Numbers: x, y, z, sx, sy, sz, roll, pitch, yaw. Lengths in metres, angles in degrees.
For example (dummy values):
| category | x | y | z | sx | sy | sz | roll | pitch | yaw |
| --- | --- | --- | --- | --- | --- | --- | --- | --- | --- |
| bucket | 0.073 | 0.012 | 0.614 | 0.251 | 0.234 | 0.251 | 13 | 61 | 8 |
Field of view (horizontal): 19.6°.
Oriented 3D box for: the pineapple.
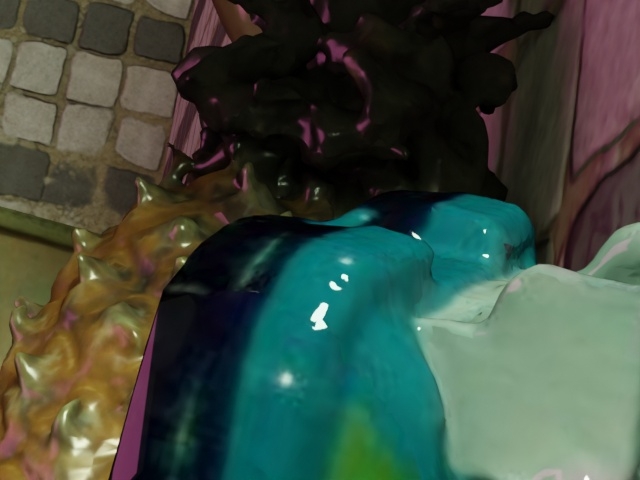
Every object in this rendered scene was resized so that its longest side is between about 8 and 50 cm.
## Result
| category | x | y | z | sx | sy | sz | roll | pitch | yaw |
| --- | --- | --- | --- | --- | --- | --- | --- | --- | --- |
| pineapple | 0.000 | 0.000 | 0.575 | 0.169 | 0.169 | 0.340 | 120 | 173 | -65 |

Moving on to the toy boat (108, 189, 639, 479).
| category | x | y | z | sx | sy | sz | roll | pitch | yaw |
| --- | --- | --- | --- | --- | --- | --- | --- | --- | --- |
| toy boat | 0.019 | 0.143 | 0.376 | 0.134 | 0.092 | 0.299 | -16 | -65 | -60 |

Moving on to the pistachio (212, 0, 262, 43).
| category | x | y | z | sx | sy | sz | roll | pitch | yaw |
| --- | --- | --- | --- | --- | --- | --- | --- | --- | --- |
| pistachio | -0.009 | -0.146 | 0.925 | 0.126 | 0.108 | 0.185 | 73 | -168 | -55 |

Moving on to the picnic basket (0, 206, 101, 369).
| category | x | y | z | sx | sy | sz | roll | pitch | yaw |
| --- | --- | --- | --- | --- | --- | --- | --- | --- | --- |
| picnic basket | -0.108 | 0.082 | 0.691 | 0.139 | 0.266 | 0.165 | -16 | 62 | 60 |
